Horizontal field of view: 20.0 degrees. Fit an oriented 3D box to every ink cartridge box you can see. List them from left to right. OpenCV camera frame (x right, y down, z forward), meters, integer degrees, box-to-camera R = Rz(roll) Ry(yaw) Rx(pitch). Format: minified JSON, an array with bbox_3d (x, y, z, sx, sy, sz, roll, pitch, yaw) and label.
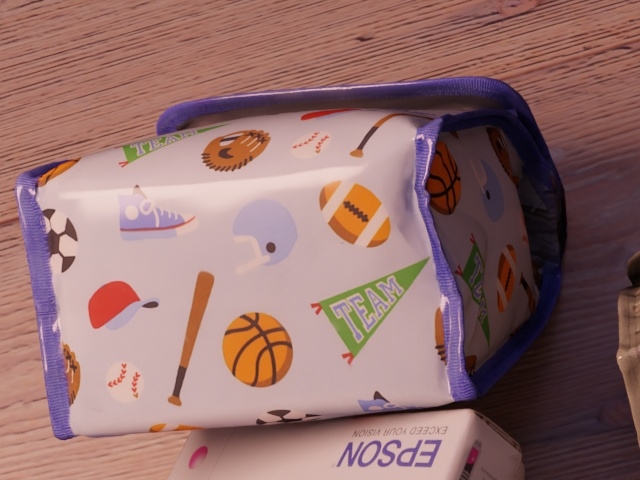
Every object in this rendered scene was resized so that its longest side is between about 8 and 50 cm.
[{"bbox_3d":[-0.045,0.274,1.252,0.324,0.071,0.330,-10,45,49],"label":"ink cartridge box"}]

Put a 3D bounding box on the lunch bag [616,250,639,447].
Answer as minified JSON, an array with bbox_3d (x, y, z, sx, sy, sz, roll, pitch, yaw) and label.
[{"bbox_3d":[0.335,0.066,1.264,0.235,0.169,0.287,-13,13,13],"label":"lunch bag"}]

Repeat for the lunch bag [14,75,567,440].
[{"bbox_3d":[0.000,0.000,1.394,0.328,0.385,0.239,-5,94,20],"label":"lunch bag"}]

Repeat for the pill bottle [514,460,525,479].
[{"bbox_3d":[0.088,0.233,1.298,0.108,0.108,0.180,1,52,24],"label":"pill bottle"}]
